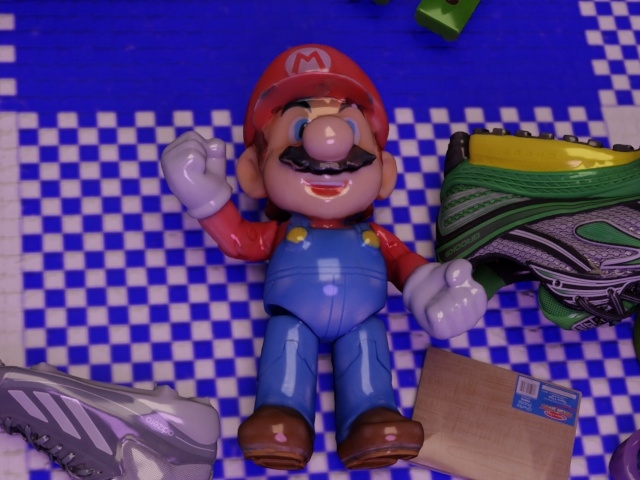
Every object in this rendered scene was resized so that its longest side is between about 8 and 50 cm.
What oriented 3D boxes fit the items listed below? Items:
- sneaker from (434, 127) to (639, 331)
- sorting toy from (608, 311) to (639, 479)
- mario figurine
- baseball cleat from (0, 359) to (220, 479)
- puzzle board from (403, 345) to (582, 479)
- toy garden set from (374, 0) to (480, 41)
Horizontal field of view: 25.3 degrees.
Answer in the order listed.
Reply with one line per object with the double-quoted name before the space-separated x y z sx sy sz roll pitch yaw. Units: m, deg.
"sneaker" 0.246 0.006 1.074 0.343 0.134 0.146 5 77 33
"sorting toy" 0.337 0.044 1.120 0.127 0.126 0.365 31 62 4
"mario figurine" 0.000 0.000 1.045 0.198 0.170 0.320 13 66 -44
"baseball cleat" -0.175 0.142 1.003 0.206 0.072 0.109 8 70 -3
"puzzle board" 0.133 0.143 1.096 0.128 0.011 0.096 17 62 -3
"toy garden set" 0.056 -0.302 1.276 0.244 0.049 0.204 29 65 5
